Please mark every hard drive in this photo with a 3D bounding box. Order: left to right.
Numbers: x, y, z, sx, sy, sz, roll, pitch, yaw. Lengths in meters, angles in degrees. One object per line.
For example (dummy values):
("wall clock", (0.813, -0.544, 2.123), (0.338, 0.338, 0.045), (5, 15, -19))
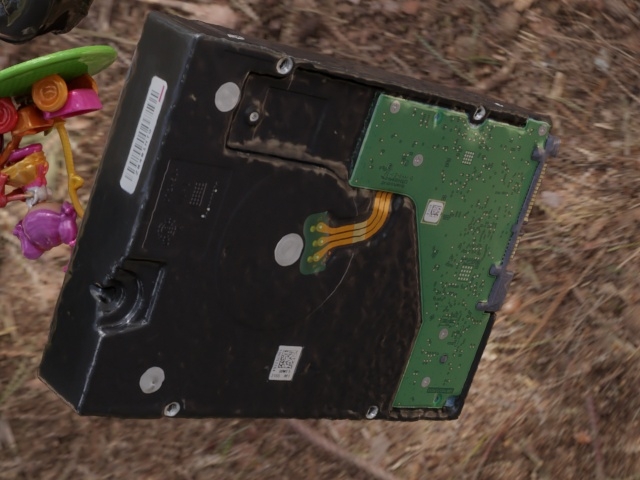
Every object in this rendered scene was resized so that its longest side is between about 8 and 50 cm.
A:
("hard drive", (0.000, 0.000, 0.916), (0.064, 0.339, 0.237), (31, 108, 45))

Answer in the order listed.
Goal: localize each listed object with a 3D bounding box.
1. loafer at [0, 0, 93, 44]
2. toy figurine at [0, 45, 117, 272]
("loafer", (-0.106, -0.175, 0.588), (0.080, 0.078, 0.220), (-37, 50, 44))
("toy figurine", (-0.213, -0.047, 1.097), (0.173, 0.130, 0.159), (-19, 89, 21))
